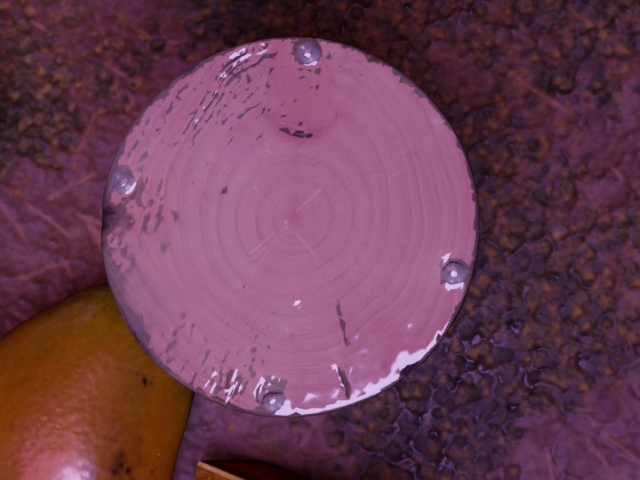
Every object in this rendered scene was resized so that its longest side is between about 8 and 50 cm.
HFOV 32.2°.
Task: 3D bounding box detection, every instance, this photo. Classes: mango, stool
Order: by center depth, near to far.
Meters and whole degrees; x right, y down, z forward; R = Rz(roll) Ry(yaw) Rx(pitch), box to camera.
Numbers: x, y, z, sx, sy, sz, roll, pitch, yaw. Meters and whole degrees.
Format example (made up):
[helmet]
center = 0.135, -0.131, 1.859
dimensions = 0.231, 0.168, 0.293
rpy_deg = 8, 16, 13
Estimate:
[stool]
center = 0.000, 0.000, 0.632
dimensions = 0.179, 0.264, 0.179
rpy_deg = 0, 86, 7
[mango]
center = -0.166, 0.129, 0.720
dimensions = 0.152, 0.120, 0.221
rpy_deg = 13, 82, 4

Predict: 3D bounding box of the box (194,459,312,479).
[box]
center = -0.030, 0.270, 0.684
dimensions = 0.153, 0.074, 0.239
rpy_deg = 10, 87, 41
